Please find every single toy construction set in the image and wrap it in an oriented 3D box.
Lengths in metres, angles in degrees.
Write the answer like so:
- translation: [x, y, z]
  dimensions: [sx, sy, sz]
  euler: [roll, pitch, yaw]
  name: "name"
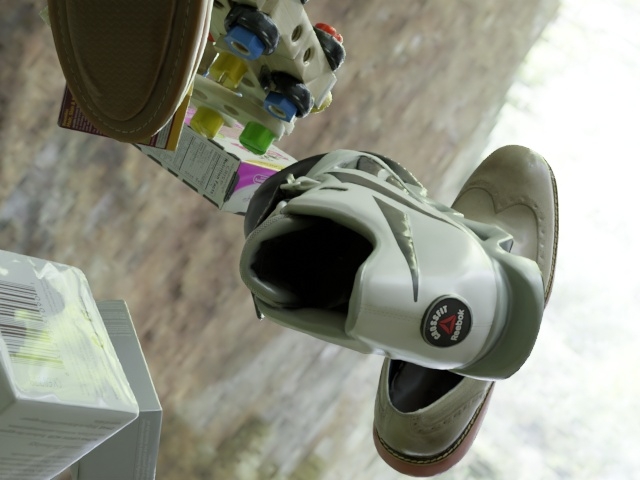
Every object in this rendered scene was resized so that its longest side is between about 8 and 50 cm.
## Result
- translation: [-0.100, -0.186, 1.386]
  dimensions: [0.151, 0.215, 0.328]
  euler: [-65, -27, -3]
  name: "toy construction set"

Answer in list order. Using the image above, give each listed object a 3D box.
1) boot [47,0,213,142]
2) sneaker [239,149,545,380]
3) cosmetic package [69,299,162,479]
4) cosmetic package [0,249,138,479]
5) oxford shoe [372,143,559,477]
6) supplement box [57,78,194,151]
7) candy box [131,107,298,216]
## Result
- translation: [-0.065, -0.210, 0.977]
  dimensions: [0.220, 0.109, 0.283]
  euler: [-24, -62, -62]
  name: "boot"
- translation: [0.000, 0.000, 1.063]
  dimensions: [0.146, 0.330, 0.122]
  euler: [8, -83, -28]
  name: "sneaker"
- translation: [-0.267, 0.187, 1.932]
  dimensions: [0.107, 0.238, 0.127]
  euler: [-3, -56, -21]
  name: "cosmetic package"
- translation: [-0.281, 0.121, 1.301]
  dimensions: [0.184, 0.151, 0.151]
  euler: [-36, -27, 23]
  name: "cosmetic package"
- translation: [0.144, 0.044, 1.459]
  dimensions: [0.130, 0.123, 0.348]
  euler: [78, -151, -62]
  name: "oxford shoe"
- translation: [-0.131, -0.100, 1.078]
  dimensions: [0.043, 0.083, 0.055]
  euler: [-88, 15, -46]
  name: "supplement box"
- translation: [-0.114, -0.098, 2.004]
  dimensions: [0.159, 0.233, 0.071]
  euler: [13, -74, -42]
  name: "candy box"
